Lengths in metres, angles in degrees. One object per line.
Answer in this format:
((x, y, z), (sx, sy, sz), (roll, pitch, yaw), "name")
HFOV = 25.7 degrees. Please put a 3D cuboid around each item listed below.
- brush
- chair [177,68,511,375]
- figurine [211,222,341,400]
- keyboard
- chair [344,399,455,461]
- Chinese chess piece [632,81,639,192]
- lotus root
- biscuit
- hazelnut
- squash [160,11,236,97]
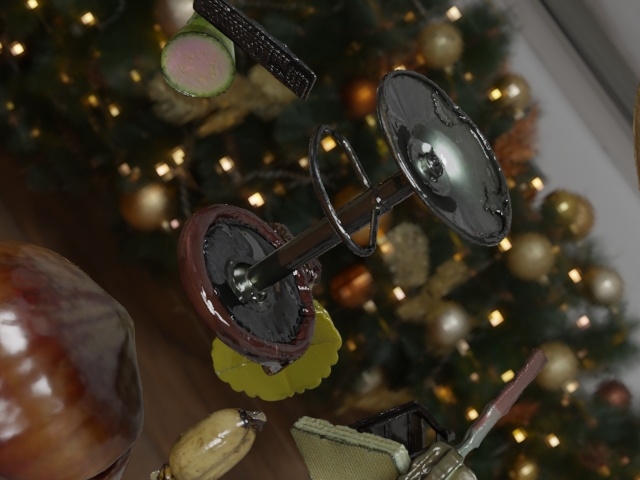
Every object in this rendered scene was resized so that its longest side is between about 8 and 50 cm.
((0.178, 0.246, 1.686), (0.301, 0.071, 0.084), (-45, 131, -16), "brush")
((0.000, 0.000, 1.626), (0.401, 0.227, 0.226), (-34, 169, 32), "chair")
((-0.057, 0.100, 2.199), (0.187, 0.168, 0.315), (-42, -165, 19), "figurine")
((-0.088, -0.254, 1.801), (0.015, 0.196, 0.074), (-46, 174, -30), "keyboard")
((0.083, 0.277, 1.972), (0.106, 0.229, 0.113), (-18, 120, -25), "chair")
((0.428, -0.074, 1.533), (0.112, 0.270, 0.270), (-9, 166, -1), "Chinese chess piece")
((-0.125, 0.230, 1.546), (0.152, 0.063, 0.072), (-35, 157, 6), "lotus root")
((0.051, 0.292, 1.789), (0.040, 0.121, 0.199), (-35, -153, -32), "biscuit")
((-0.421, 0.196, 1.891), (0.359, 0.409, 0.359), (-34, -170, 7), "hazelnut")
((-0.154, -0.268, 1.904), (0.105, 0.105, 0.132), (-41, -159, 32), "squash")
